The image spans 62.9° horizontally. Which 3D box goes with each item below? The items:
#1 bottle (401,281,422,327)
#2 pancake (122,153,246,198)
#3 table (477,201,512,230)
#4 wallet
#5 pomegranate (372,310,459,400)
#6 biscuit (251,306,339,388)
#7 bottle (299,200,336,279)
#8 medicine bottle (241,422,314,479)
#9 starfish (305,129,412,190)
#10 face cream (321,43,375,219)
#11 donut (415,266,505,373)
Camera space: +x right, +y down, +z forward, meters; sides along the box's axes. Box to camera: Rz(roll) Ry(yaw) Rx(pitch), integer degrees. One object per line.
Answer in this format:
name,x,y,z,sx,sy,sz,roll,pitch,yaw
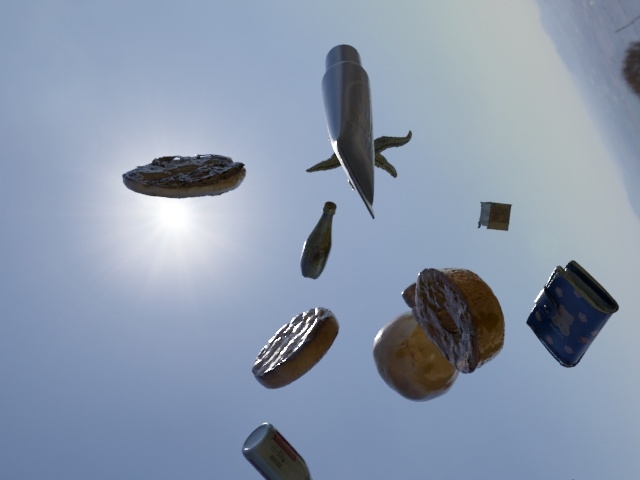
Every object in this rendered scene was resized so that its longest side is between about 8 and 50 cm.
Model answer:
bottle,0.339,0.220,1.604,0.097,0.110,0.209,-32,-102,-32
pancake,-0.413,-0.207,1.641,0.382,0.382,0.071,-50,-37,-59
table,0.528,-0.073,1.591,0.079,0.062,0.083,5,-87,-14
wallet,0.492,0.148,1.045,0.202,0.059,0.141,89,158,-49
pomegranate,0.366,0.409,1.890,0.342,0.342,0.342,38,-142,-38
biscuit,-0.067,0.315,1.522,0.102,0.296,0.296,51,-149,-11
bottle,0.000,0.000,1.554,0.083,0.270,0.083,12,-142,-9
medicine bottle,-0.075,0.510,1.158,0.217,0.090,0.090,51,-149,-11
starfish,0.116,-0.263,1.697,0.347,0.358,0.078,-8,-109,-17
face cream,0.047,-0.208,0.859,0.385,0.086,0.135,-92,-23,-45
donut,0.344,0.187,1.284,0.108,0.277,0.277,-13,-106,-16
